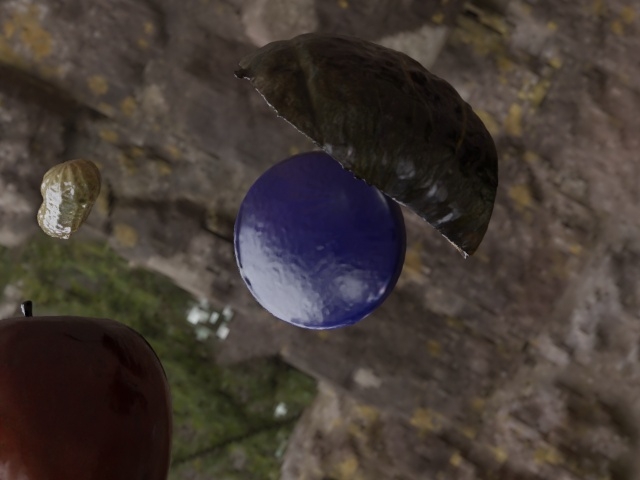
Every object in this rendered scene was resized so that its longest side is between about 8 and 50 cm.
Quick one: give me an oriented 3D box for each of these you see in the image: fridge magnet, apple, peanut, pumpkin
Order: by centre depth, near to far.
[{"bbox_3d":[-0.231,0.163,1.173,0.234,0.234,0.234,27,-166,-7],"label":"apple"},{"bbox_3d":[0.045,-0.117,1.271,0.278,0.111,0.163,49,-159,24],"label":"pumpkin"},{"bbox_3d":[0.000,0.000,2.054,0.265,0.265,0.112,32,-171,16],"label":"fridge magnet"},{"bbox_3d":[-0.413,-0.066,2.260,0.093,0.194,0.083,21,-129,-16],"label":"peanut"}]
